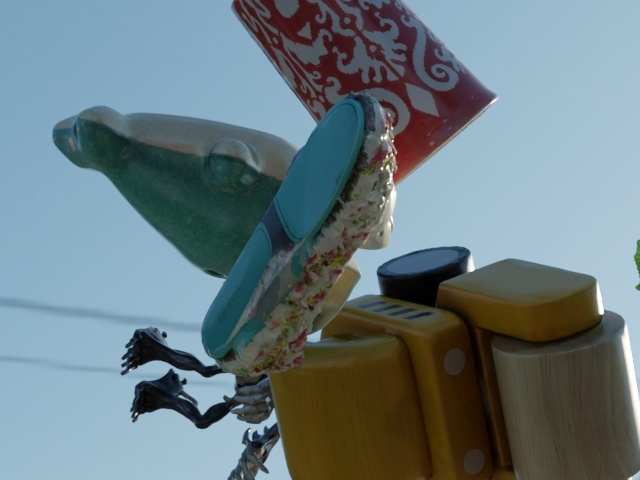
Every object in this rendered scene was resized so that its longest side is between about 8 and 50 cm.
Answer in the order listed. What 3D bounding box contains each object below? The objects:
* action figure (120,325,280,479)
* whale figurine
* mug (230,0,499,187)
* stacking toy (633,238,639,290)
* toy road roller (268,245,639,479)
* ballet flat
[{"bbox_3d":[-0.061,0.172,1.569,0.276,0.141,0.164,10,-54,10],"label":"action figure"},{"bbox_3d":[-0.133,-0.047,1.531,0.272,0.141,0.216,18,-13,-27],"label":"whale figurine"},{"bbox_3d":[0.018,-0.118,1.086,0.169,0.113,0.150,50,-33,0],"label":"mug"},{"bbox_3d":[0.393,0.117,1.583,0.052,0.221,0.167,-26,25,-29],"label":"stacking toy"},{"bbox_3d":[0.104,0.143,1.388,0.241,0.202,0.329,-20,16,-28],"label":"toy road roller"},{"bbox_3d":[0.000,0.000,1.018,0.077,0.091,0.241,12,-48,-27],"label":"ballet flat"}]
